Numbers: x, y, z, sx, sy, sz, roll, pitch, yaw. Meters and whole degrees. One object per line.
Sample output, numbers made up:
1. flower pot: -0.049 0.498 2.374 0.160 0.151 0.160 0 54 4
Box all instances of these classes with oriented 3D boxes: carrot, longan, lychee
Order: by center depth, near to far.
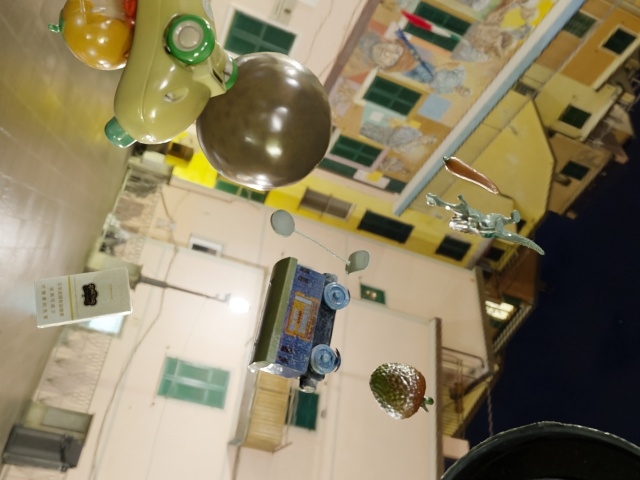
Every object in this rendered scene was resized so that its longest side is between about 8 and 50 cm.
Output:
1. longan: -0.101 -0.208 1.018 0.258 0.257 0.258 -163 -90 -75
2. carrot: 0.319 -0.139 1.189 0.035 0.142 0.035 -48 161 -23
3. lychee: 0.174 0.322 1.202 0.114 0.146 0.114 -59 175 -8

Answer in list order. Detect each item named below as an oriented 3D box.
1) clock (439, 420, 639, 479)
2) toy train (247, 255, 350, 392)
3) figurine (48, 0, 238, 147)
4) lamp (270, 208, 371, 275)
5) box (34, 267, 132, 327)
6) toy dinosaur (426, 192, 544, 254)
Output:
1. clock: 0.250 0.387 0.567 0.386 0.076 0.386 -35 -142 32
2. toy train: -0.050 0.199 1.340 0.131 0.201 0.300 -39 -146 54
3. figurine: -0.242 -0.289 0.757 0.124 0.222 0.325 26 52 -79
4. lamp: 0.000 0.000 0.999 0.056 0.198 0.050 -27 -140 47
5. box: -0.449 0.107 1.064 0.024 0.166 0.090 122 -42 -68
6. toy dinosaur: 0.234 -0.020 0.810 0.106 0.187 0.044 0 -109 47
